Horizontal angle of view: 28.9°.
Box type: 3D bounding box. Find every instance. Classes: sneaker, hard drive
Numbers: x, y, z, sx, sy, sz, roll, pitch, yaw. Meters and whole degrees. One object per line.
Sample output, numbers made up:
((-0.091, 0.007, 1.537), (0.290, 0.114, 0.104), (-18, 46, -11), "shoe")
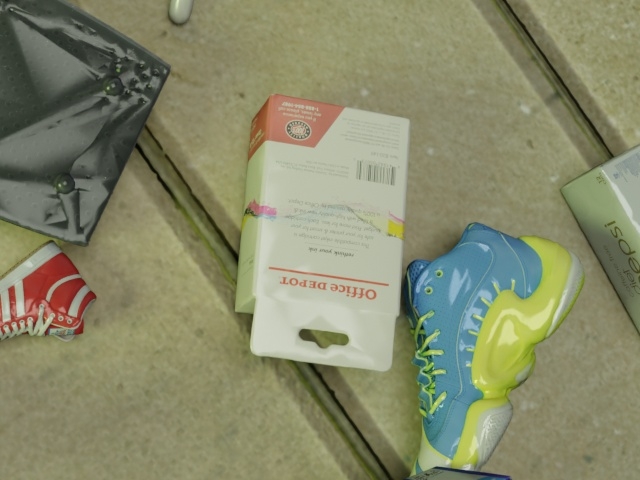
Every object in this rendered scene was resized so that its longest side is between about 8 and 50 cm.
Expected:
((0.100, 0.090, 0.957), (0.126, 0.091, 0.240), (29, 71, 10), "sneaker")
((-0.255, -0.112, 0.894), (0.254, 0.054, 0.172), (26, 72, -10), "hard drive")
((-0.212, 0.060, 0.876), (0.067, 0.042, 0.118), (47, 67, 1), "sneaker")

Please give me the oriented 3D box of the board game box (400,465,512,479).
((0.044, 0.348, 0.799), (0.233, 0.078, 0.347), (-12, 95, -38), "board game box")

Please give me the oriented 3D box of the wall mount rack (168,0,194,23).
((-0.170, -0.349, 0.941), (0.350, 0.130, 0.304), (12, 71, -14), "wall mount rack")

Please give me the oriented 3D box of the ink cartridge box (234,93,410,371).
((0.000, 0.000, 0.942), (0.115, 0.067, 0.198), (9, 74, -15), "ink cartridge box")

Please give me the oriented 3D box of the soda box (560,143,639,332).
((0.289, 0.028, 1.022), (0.069, 0.074, 0.216), (-27, 87, -21), "soda box")
